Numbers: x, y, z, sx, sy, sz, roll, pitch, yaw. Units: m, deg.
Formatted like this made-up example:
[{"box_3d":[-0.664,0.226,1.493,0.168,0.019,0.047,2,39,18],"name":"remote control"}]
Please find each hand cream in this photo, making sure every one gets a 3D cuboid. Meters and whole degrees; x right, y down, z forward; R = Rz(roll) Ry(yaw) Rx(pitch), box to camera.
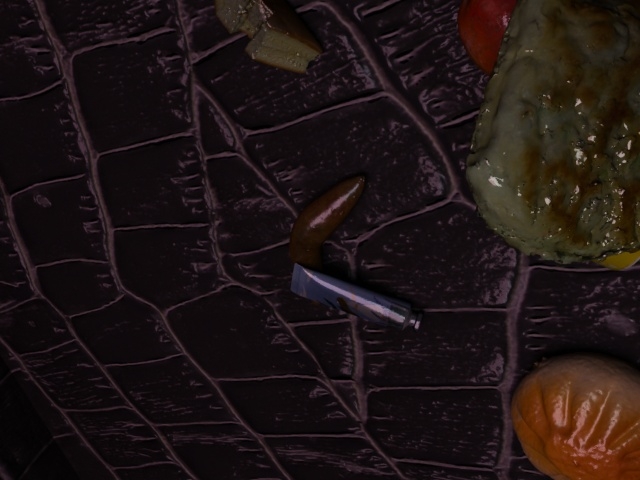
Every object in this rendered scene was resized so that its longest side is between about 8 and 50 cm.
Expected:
[{"box_3d":[0.070,0.119,1.495,0.271,0.058,0.091,19,141,7],"name":"hand cream"}]

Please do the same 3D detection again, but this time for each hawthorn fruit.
[{"box_3d":[0.279,-0.309,1.055,0.172,0.173,0.173,15,125,22],"name":"hawthorn fruit"}]

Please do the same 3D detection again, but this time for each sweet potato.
[{"box_3d":[-0.007,0.000,1.477,0.108,0.079,0.346,20,131,3],"name":"sweet potato"}]

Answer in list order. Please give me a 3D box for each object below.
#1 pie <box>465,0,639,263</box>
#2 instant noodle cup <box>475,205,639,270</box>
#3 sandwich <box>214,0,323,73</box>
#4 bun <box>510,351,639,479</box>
[{"box_3d":[0.361,-0.162,0.912,0.180,0.418,0.395,0,83,62],"name":"pie"},{"box_3d":[0.382,-0.073,1.128,0.236,0.215,0.216,30,130,2],"name":"instant noodle cup"},{"box_3d":[-0.108,-0.382,1.285,0.244,0.088,0.090,48,135,-5],"name":"sandwich"},{"box_3d":[0.479,0.348,1.351,0.298,0.165,0.299,14,123,23],"name":"bun"}]
